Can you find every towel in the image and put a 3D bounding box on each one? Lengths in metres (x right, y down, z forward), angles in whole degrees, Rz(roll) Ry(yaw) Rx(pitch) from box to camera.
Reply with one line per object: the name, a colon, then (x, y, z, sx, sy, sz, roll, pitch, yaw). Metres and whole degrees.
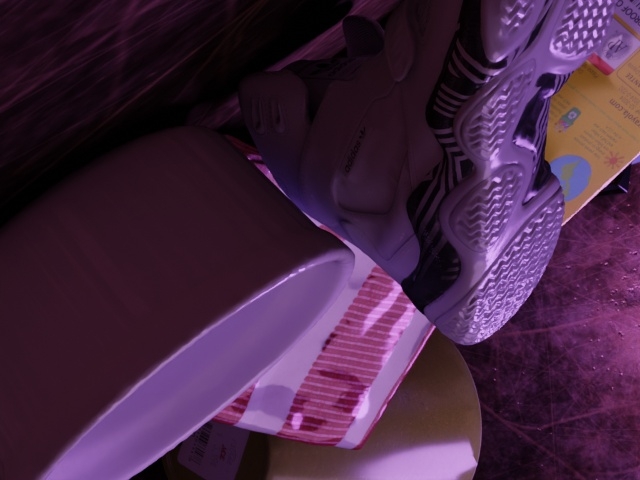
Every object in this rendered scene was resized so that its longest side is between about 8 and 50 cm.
towel: (-0.019, 0.064, 1.195, 0.329, 0.037, 0.237, 21, 104, -43)

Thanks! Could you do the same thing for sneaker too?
sneaker: (0.055, -0.113, 0.869, 0.137, 0.210, 0.366, -36, 145, -35)

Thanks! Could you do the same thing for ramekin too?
ramekin: (-0.123, 0.050, 0.912, 0.277, 0.135, 0.277, -38, 168, -9)

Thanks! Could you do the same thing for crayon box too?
crayon box: (0.196, -0.136, 1.190, 0.318, 0.202, 0.081, -45, -147, 19)

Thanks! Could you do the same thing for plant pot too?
plant pot: (-0.022, 0.202, 1.438, 0.275, 0.275, 0.293, -37, 159, 28)

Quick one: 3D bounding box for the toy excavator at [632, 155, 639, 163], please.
toy excavator: (0.298, -0.173, 1.539, 0.222, 0.433, 0.445, -38, -148, 60)

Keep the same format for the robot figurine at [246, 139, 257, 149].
robot figurine: (-0.033, -0.038, 1.263, 0.219, 0.128, 0.158, -36, -146, -24)

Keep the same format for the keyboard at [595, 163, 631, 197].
keyboard: (0.297, -0.195, 1.321, 0.201, 0.033, 0.317, -12, -116, 56)
